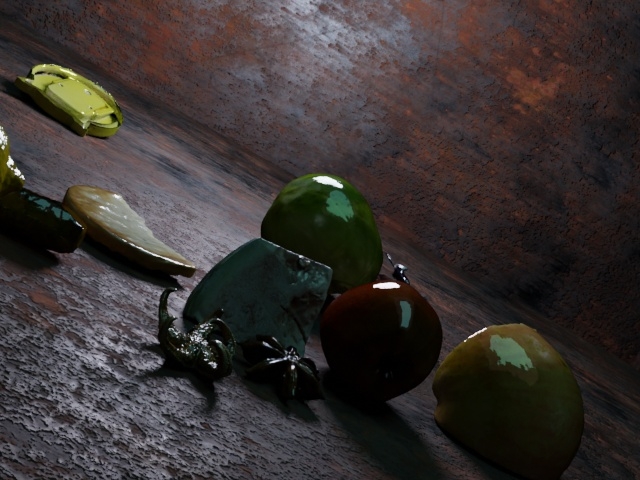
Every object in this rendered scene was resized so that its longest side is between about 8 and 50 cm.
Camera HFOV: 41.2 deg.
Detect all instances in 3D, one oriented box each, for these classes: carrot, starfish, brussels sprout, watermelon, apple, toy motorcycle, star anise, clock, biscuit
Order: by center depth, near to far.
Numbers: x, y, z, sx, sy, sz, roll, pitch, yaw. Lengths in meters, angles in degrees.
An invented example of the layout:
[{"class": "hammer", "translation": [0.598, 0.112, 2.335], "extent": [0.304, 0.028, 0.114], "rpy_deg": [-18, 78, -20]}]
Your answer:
[{"class": "starfish", "translation": [-0.190, 0.140, 1.289], "extent": [0.146, 0.074, 0.190], "rpy_deg": [31, 10, -7]}, {"class": "carrot", "translation": [-0.461, -0.040, 1.361], "extent": [0.173, 0.082, 0.082], "rpy_deg": [30, 10, -7]}, {"class": "star anise", "translation": [-0.059, 0.207, 1.388], "extent": [0.168, 0.057, 0.168], "rpy_deg": [30, 9, -5]}, {"class": "watermelon", "translation": [-0.110, 0.109, 1.558], "extent": [0.232, 0.193, 0.310], "rpy_deg": [14, -10, 23]}, {"class": "apple", "translation": [0.115, 0.183, 1.559], "extent": [0.234, 0.234, 0.234], "rpy_deg": [30, 11, -6]}, {"class": "biscuit", "translation": [-0.385, -0.024, 1.607], "extent": [0.309, 0.040, 0.205], "rpy_deg": [38, 12, 37]}, {"class": "apple", "translation": [0.378, 0.328, 1.721], "extent": [0.252, 0.313, 0.309], "rpy_deg": [-14, -26, 34]}, {"class": "brussels sprout", "translation": [0.000, 0.000, 2.000], "extent": [0.344, 0.268, 0.344], "rpy_deg": [159, -90, -76]}, {"class": "toy motorcycle", "translation": [0.178, 0.140, 2.153], "extent": [0.207, 0.134, 0.401], "rpy_deg": [28, 12, -18]}, {"class": "clock", "translation": [-0.681, -0.375, 2.334], "extent": [0.277, 0.071, 0.293], "rpy_deg": [40, 23, 4]}]

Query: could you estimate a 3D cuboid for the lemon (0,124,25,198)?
[{"class": "lemon", "translation": [-0.547, -0.121, 1.217], "extent": [0.244, 0.186, 0.187], "rpy_deg": [21, 13, -20]}]
